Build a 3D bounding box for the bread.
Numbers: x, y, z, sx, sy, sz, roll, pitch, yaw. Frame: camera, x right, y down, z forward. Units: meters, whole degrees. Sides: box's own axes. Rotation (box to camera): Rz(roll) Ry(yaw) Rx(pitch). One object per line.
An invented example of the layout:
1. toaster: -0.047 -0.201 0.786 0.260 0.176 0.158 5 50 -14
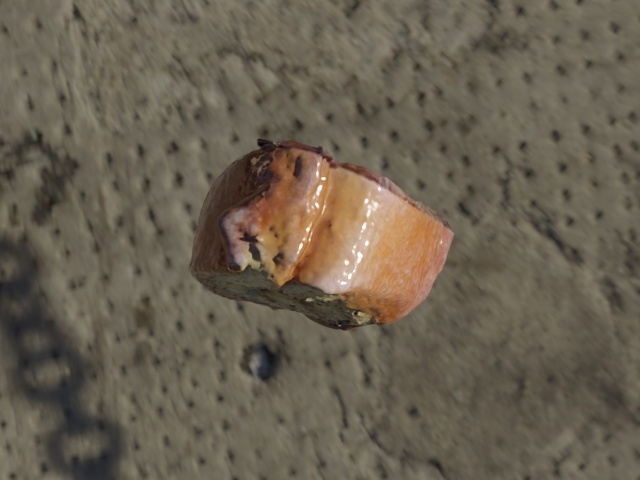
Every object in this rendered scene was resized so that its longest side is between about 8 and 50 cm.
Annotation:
1. bread: -0.012 -0.002 1.565 0.190 0.244 0.123 8 79 24
